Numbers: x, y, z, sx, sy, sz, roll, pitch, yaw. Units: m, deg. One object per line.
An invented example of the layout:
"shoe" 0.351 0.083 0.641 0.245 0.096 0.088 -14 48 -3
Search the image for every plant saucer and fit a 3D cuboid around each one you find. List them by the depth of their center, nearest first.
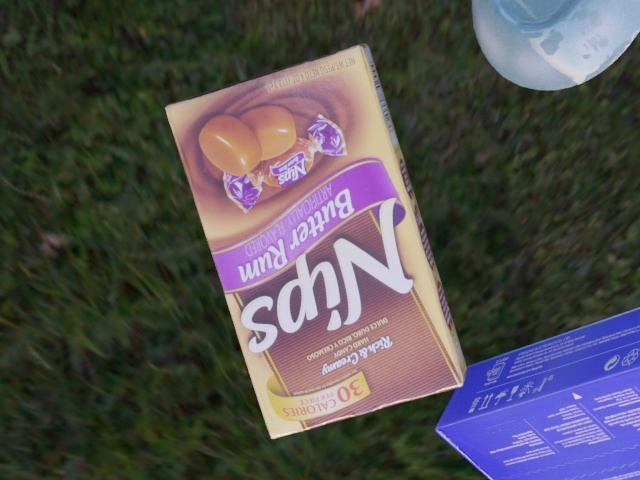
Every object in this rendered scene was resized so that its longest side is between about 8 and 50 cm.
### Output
"plant saucer" 0.200 -0.228 1.650 0.195 0.037 0.195 -12 71 39

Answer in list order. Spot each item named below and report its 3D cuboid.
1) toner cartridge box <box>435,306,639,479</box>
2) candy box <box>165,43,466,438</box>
"toner cartridge box" 0.260 0.139 1.487 0.165 0.348 0.075 42 56 -17
"candy box" 0.000 0.000 1.009 0.109 0.053 0.186 -17 96 9
